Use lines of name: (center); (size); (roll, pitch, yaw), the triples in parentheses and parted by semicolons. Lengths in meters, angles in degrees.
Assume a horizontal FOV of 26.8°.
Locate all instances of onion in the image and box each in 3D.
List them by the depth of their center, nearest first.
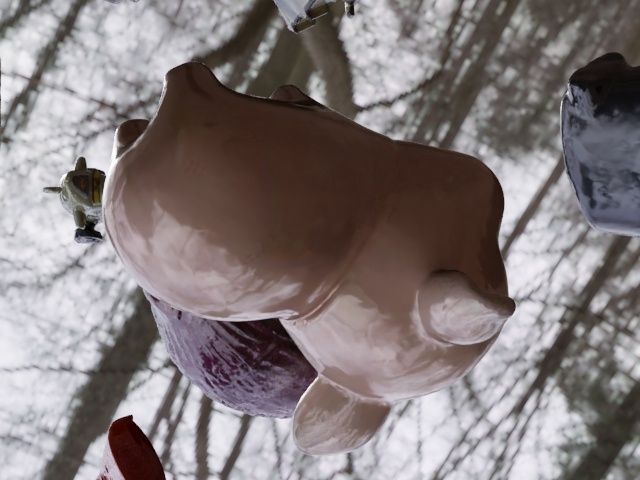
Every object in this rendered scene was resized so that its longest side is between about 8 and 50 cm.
onion: (-0.126, 0.104, 1.631); (0.349, 0.159, 0.267); (27, -170, -33)

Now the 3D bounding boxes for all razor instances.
razor: (0.399, -0.076, 1.273); (0.349, 0.204, 0.113); (11, -140, 40)

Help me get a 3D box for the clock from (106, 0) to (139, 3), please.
clock: (-0.244, -0.305, 1.465); (0.087, 0.041, 0.129); (8, -141, -55)

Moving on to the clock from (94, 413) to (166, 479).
clock: (-0.224, 0.285, 1.560); (0.061, 0.155, 0.113); (-18, -117, -27)

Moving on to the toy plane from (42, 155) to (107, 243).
toy plane: (-0.242, -0.037, 1.673); (0.108, 0.092, 0.286); (-5, 165, 14)

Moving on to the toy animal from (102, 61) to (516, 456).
toy animal: (0.000, 0.000, 1.004); (0.326, 0.237, 0.269); (0, -122, -42)

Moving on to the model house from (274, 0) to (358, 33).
model house: (0.004, -0.389, 1.515); (0.206, 0.178, 0.271); (-31, -94, -26)
